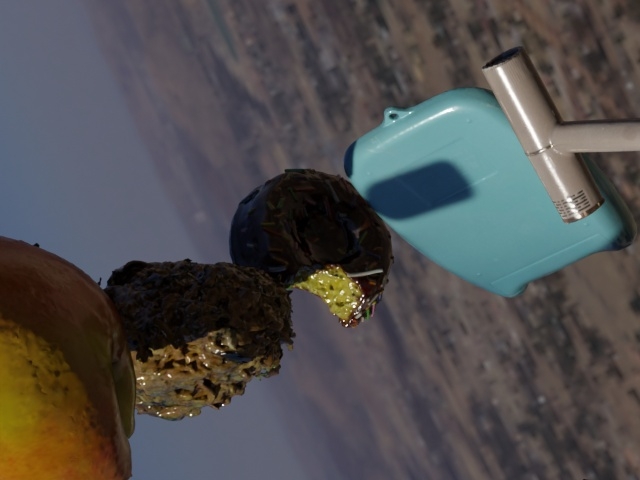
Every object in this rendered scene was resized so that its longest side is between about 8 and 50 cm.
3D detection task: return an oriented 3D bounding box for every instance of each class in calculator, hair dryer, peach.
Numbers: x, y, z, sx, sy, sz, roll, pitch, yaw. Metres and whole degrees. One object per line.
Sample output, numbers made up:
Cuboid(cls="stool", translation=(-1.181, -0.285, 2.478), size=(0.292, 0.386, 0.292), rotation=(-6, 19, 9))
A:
Cuboid(cls="calculator", translation=(0.203, -0.054, 1.841), size=(0.386, 0.256, 0.054), rotation=(38, -140, -34))
Cuboid(cls="hair dryer", translation=(0.287, -0.125, 1.546), size=(0.220, 0.054, 0.195), rotation=(-14, 110, 53))
Cuboid(cls="peach", translation=(-0.387, 0.150, 1.492), size=(0.242, 0.380, 0.306), rotation=(-90, -11, -73))

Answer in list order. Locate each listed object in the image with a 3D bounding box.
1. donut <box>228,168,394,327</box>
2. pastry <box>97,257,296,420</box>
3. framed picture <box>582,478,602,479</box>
Cuboid(cls="donut", translation=(-0.001, 0.000, 1.994), size=(0.096, 0.230, 0.216), rotation=(-51, 16, 50))
Cuboid(cls="pastry", translation=(-0.154, 0.120, 1.800), size=(0.275, 0.275, 0.192), rotation=(111, 163, -84))
Cuboid(cls="framed picture", translation=(0.422, 0.388, 1.760), size=(0.014, 0.339, 0.255), rotation=(-82, 8, -46))
